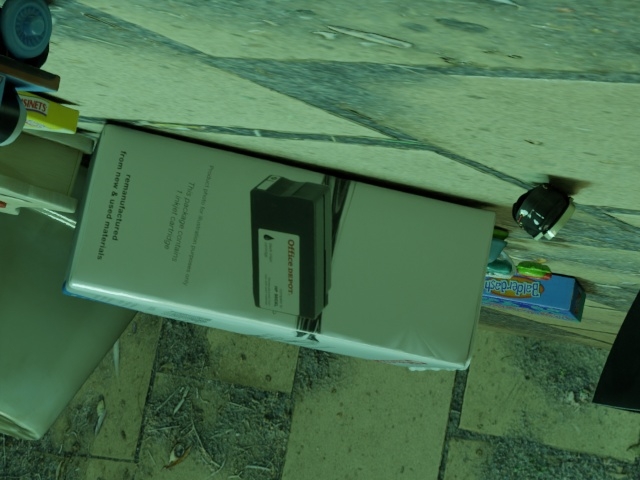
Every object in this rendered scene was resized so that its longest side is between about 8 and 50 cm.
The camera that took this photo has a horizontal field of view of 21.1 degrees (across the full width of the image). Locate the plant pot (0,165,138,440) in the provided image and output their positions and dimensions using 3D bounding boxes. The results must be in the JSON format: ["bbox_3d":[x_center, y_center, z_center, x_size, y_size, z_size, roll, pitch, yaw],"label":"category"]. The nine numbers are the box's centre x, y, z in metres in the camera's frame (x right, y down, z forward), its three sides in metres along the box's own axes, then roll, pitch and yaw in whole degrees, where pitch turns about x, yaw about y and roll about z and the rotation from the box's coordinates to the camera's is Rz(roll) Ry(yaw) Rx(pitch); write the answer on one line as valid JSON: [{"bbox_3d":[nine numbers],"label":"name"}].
[{"bbox_3d":[-0.360,0.067,1.999,0.323,0.280,0.323,20,163,7],"label":"plant pot"}]

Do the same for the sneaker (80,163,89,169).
[{"bbox_3d":[-0.283,-0.061,2.101,0.059,0.053,0.144,3,163,36],"label":"sneaker"}]

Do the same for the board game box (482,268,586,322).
[{"bbox_3d":[0.275,0.070,2.353,0.160,0.047,0.210,10,176,14],"label":"board game box"}]

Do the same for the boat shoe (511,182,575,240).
[{"bbox_3d":[0.188,-0.028,1.466,0.042,0.049,0.133,39,-176,3],"label":"boat shoe"}]

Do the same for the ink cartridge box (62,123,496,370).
[{"bbox_3d":[-0.052,0.016,1.758,0.394,0.166,0.285,13,175,-9],"label":"ink cartridge box"}]

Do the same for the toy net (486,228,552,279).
[{"bbox_3d":[0.201,0.016,1.949,0.122,0.045,0.232,9,177,5],"label":"toy net"}]

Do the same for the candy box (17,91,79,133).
[{"bbox_3d":[-0.316,-0.131,1.492,0.105,0.027,0.206,6,173,35],"label":"candy box"}]

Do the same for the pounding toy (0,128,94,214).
[{"bbox_3d":[-0.352,-0.047,1.786,0.269,0.155,0.154,7,169,42],"label":"pounding toy"}]

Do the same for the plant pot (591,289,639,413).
[{"bbox_3d":[0.427,0.120,1.880,0.187,0.167,0.188,13,174,-10],"label":"plant pot"}]

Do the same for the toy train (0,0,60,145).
[{"bbox_3d":[-0.238,-0.115,1.039,0.080,0.105,0.184,8,174,36],"label":"toy train"}]
